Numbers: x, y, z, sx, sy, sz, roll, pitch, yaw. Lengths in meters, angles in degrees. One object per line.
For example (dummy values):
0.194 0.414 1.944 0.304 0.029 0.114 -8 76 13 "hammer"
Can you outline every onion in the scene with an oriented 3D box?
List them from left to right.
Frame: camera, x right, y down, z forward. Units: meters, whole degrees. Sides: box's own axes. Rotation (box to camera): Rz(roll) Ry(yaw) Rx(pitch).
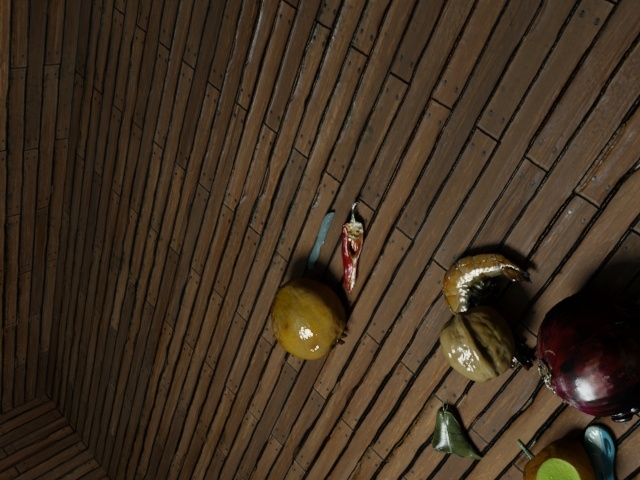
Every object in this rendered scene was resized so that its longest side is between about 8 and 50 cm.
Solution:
0.523 0.216 1.143 0.280 0.281 0.221 -27 92 44 "onion"

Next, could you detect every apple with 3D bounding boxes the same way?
0.535 0.526 1.335 0.163 0.146 0.147 -44 61 9 "apple"

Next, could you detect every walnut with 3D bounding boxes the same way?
0.343 0.226 1.321 0.166 0.149 0.167 3 105 11 "walnut"

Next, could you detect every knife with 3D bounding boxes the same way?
0.000 0.000 1.704 0.028 0.015 0.210 42 129 30 "knife"
0.622 0.508 1.332 0.064 0.031 0.222 -8 101 40 "knife"

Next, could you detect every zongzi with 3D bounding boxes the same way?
0.360 0.477 1.558 0.130 0.062 0.154 10 98 17 "zongzi"

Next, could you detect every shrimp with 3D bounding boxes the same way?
0.409 0.153 1.370 0.290 0.054 0.222 53 132 12 "shrimp"

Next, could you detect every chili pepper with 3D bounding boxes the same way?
0.083 0.019 1.617 0.050 0.059 0.268 -116 24 -62 "chili pepper"

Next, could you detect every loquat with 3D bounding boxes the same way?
-0.039 0.219 1.702 0.238 0.193 0.239 10 108 33 "loquat"

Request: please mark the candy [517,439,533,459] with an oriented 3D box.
0.527 0.552 1.436 0.055 0.049 0.185 -41 67 12 "candy"
